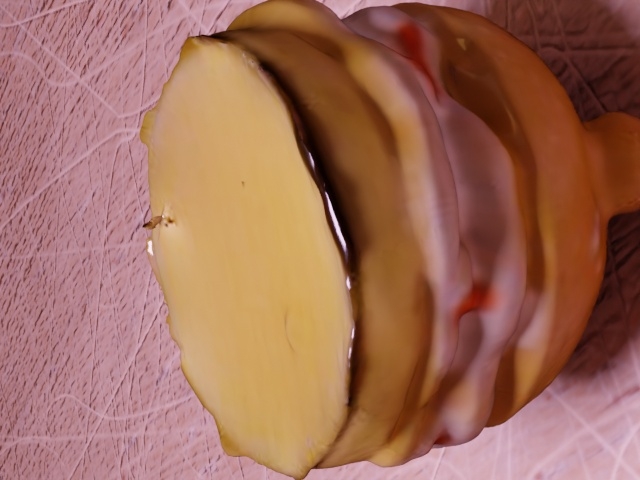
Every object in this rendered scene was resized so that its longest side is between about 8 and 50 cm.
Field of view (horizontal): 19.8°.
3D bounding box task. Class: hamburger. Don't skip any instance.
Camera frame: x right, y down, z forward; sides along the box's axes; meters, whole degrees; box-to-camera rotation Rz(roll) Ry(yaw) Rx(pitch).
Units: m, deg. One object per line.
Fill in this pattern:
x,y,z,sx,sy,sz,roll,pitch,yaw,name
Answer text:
0.046,-0.011,1.035,0.276,0.236,0.276,38,136,50,hamburger
